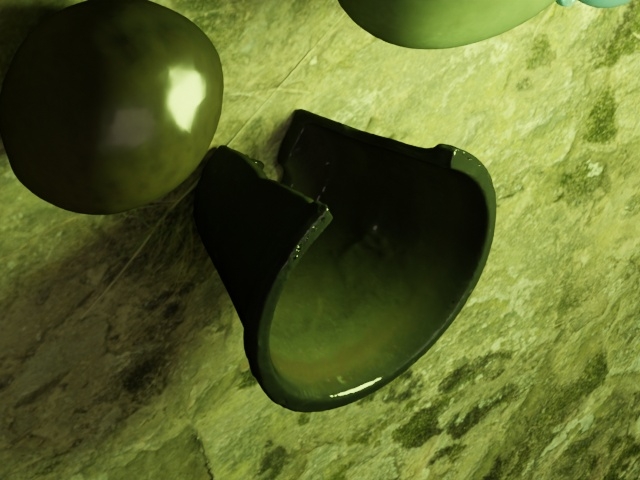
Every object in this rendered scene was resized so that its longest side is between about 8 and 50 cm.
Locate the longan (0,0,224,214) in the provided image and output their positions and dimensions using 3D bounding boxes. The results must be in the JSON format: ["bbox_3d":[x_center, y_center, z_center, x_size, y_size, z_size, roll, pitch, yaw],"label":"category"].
[{"bbox_3d":[-0.212,-0.139,1.581,0.248,0.248,0.248,-26,138,-27],"label":"longan"}]

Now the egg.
[{"bbox_3d":[0.167,-0.357,1.727,0.352,0.258,0.258,-33,141,-13],"label":"egg"}]

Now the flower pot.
[{"bbox_3d":[0.000,0.000,1.877,0.379,0.251,0.379,-29,139,-28],"label":"flower pot"}]

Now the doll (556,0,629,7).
[{"bbox_3d":[0.411,-0.425,2.009,0.314,0.141,0.177,-49,131,-8],"label":"doll"}]
